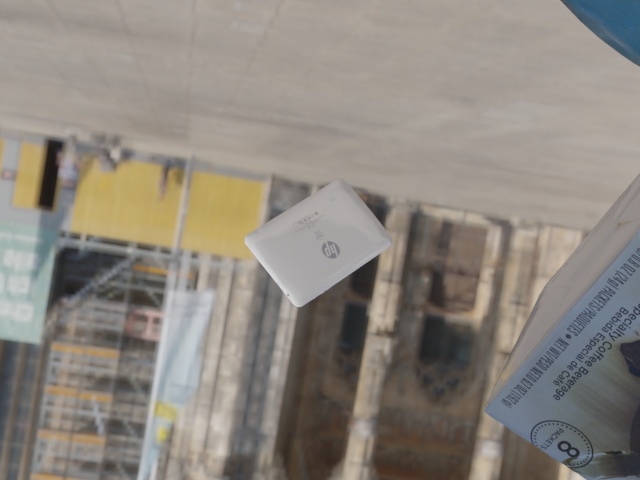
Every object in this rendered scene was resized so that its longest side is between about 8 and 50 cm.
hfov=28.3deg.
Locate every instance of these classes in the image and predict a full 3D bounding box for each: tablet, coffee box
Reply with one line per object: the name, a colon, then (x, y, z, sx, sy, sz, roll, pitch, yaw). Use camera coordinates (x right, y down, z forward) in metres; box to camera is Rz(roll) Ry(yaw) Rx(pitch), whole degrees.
tablet: (0.000, 0.000, 0.767, 0.083, 0.054, 0.006, -33, 169, -31)
coffee box: (0.259, 0.090, 0.640, 0.297, 0.168, 0.119, 33, -135, 3)

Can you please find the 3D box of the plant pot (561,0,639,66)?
plant pot: (0.225, -0.213, 0.485, 0.290, 0.290, 0.195, 9, 173, -25)
